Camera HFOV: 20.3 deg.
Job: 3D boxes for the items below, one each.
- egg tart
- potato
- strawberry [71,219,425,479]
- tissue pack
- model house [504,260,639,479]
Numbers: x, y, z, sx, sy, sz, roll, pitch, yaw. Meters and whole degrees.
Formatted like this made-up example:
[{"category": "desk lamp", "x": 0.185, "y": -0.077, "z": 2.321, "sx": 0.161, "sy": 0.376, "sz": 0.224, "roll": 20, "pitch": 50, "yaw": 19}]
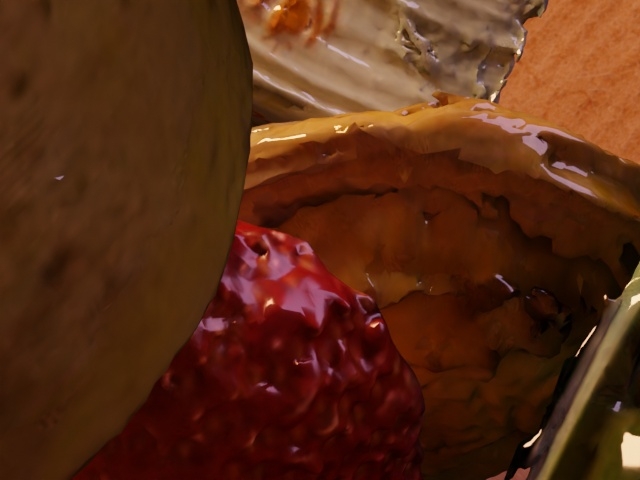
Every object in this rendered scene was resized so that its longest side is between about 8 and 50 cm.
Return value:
[{"category": "egg tart", "x": 0.036, "y": 0.050, "z": 0.781, "sx": 0.291, "sy": 0.291, "sz": 0.107, "roll": 36, "pitch": 42, "yaw": -47}, {"category": "potato", "x": -0.150, "y": -0.126, "z": 0.400, "sx": 0.330, "sy": 0.213, "sz": 0.280, "roll": 46, "pitch": -17, "yaw": 25}, {"category": "strawberry", "x": -0.048, "y": 0.071, "z": 0.635, "sx": 0.236, "sy": 0.106, "sz": 0.175, "roll": 44, "pitch": -32, "yaw": -11}, {"category": "tissue pack", "x": -0.069, "y": -0.160, "z": 1.116, "sx": 0.287, "sy": 0.162, "sz": 0.388, "roll": 25, "pitch": -4, "yaw": -17}, {"category": "model house", "x": 0.258, "y": 0.122, "z": 0.630, "sx": 0.313, "sy": 0.357, "sz": 0.242, "roll": 15, "pitch": -20, "yaw": 48}]
